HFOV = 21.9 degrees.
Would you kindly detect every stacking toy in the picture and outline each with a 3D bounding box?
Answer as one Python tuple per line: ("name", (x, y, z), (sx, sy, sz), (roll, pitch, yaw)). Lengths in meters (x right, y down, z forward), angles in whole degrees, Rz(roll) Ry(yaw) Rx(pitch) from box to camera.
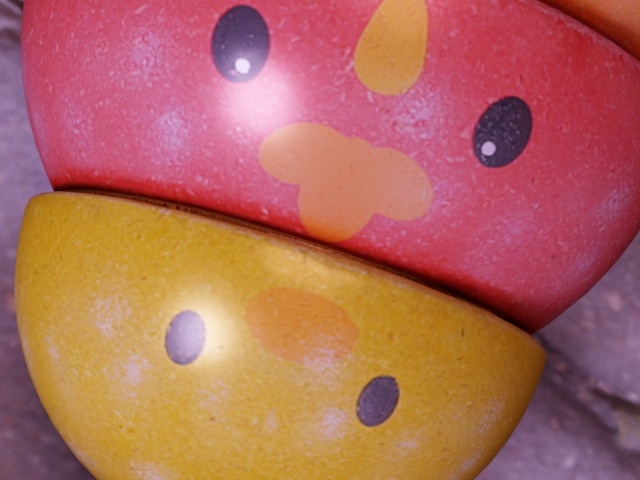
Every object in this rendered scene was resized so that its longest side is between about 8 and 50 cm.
("stacking toy", (0.000, 0.000, 0.651), (0.350, 0.350, 0.480), (15, 82, -8))
